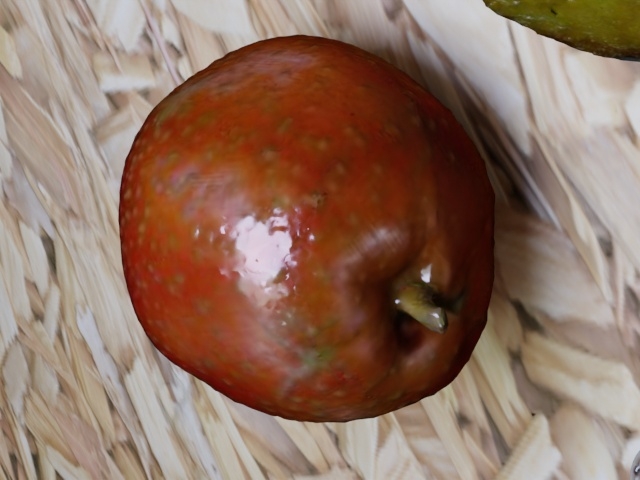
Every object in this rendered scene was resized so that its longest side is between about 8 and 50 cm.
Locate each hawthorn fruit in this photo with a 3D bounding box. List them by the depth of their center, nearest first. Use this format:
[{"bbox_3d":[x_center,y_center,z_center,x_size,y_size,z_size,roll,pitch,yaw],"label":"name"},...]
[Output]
[{"bbox_3d":[0.000,0.000,1.213,0.299,0.275,0.275,31,135,49],"label":"hawthorn fruit"}]

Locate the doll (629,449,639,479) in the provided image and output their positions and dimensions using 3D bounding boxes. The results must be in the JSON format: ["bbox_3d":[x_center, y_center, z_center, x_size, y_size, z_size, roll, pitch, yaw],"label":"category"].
[{"bbox_3d":[0.312,0.197,1.075,0.278,0.119,0.154,49,131,21],"label":"doll"}]

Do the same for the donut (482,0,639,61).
[{"bbox_3d":[0.185,-0.204,0.894,0.272,0.107,0.272,11,156,5],"label":"donut"}]
